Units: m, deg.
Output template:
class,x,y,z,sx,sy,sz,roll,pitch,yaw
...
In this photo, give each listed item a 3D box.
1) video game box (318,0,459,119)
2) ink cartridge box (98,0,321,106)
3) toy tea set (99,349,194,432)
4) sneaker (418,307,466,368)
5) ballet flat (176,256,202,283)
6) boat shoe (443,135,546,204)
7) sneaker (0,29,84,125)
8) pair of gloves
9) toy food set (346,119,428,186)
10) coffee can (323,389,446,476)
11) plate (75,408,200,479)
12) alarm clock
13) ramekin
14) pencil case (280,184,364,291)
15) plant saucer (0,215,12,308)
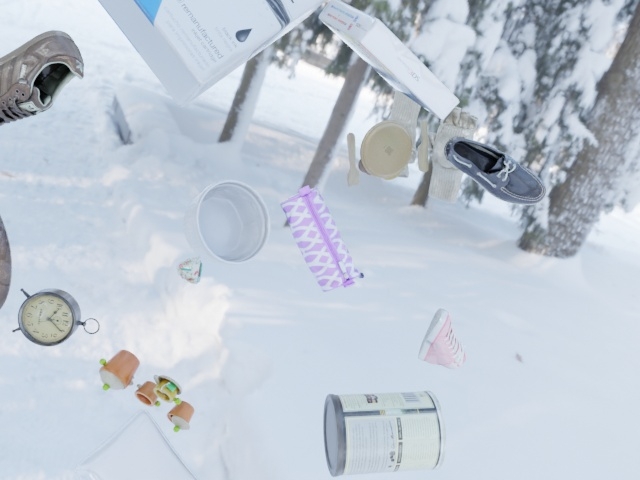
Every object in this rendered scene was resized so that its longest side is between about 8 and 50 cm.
class,x,y,z,sx,sy,sz,roll,pitch,yaw
video game box,0.109,-0.295,0.949,0.205,0.048,0.187,32,12,-34
ink cartridge box,-0.203,-0.508,1.172,0.285,0.395,0.166,53,-24,-15
toy tea set,-0.532,0.467,1.756,0.336,0.200,0.124,30,49,4
sneaker,0.196,0.154,0.895,0.070,0.134,0.051,20,55,11
ballet flat,-0.405,0.088,1.811,0.077,0.091,0.241,6,-10,-11
boat shoe,0.320,-0.126,1.069,0.206,0.075,0.065,31,5,6
sneaker,-0.376,-0.182,0.721,0.071,0.188,0.066,55,5,23
pair of gloves,0.228,-0.210,1.290,0.042,0.204,0.240,-12,36,-45
toy food set,0.137,-0.190,1.242,0.191,0.133,0.038,-12,24,-18
coffee can,0.158,0.496,1.513,0.275,0.202,0.201,1,21,-10
plate,-0.443,0.600,1.470,0.278,0.277,0.045,50,14,7
alarm clock,-0.612,0.183,1.372,0.191,0.130,0.064,15,7,-3
ramekin,-0.237,-0.038,1.438,0.207,0.207,0.109,10,-13,-38
pencil case,0.000,0.000,1.104,0.206,0.086,0.088,62,-9,-5
plant saucer,-0.753,0.019,1.206,0.310,0.311,0.050,30,22,22
